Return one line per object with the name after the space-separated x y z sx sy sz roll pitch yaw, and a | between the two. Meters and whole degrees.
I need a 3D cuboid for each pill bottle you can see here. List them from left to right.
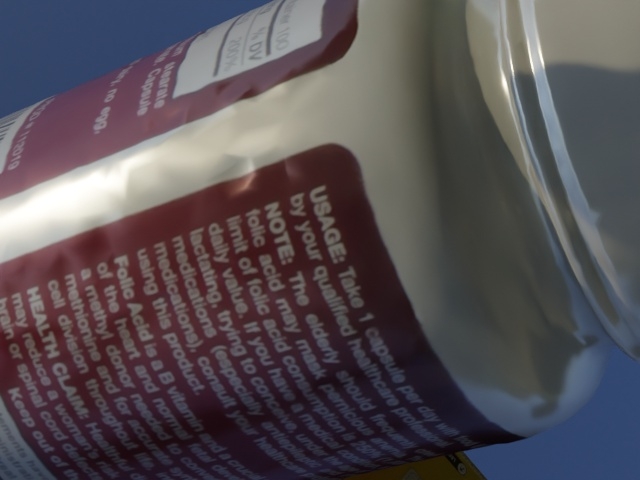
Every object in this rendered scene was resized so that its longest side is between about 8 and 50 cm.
0.000 0.000 0.581 0.224 0.392 0.224 44 -143 -46 | pill bottle

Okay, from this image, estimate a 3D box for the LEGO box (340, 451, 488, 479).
0.095 0.450 1.213 0.500 0.193 0.372 50 -136 -10 | LEGO box
